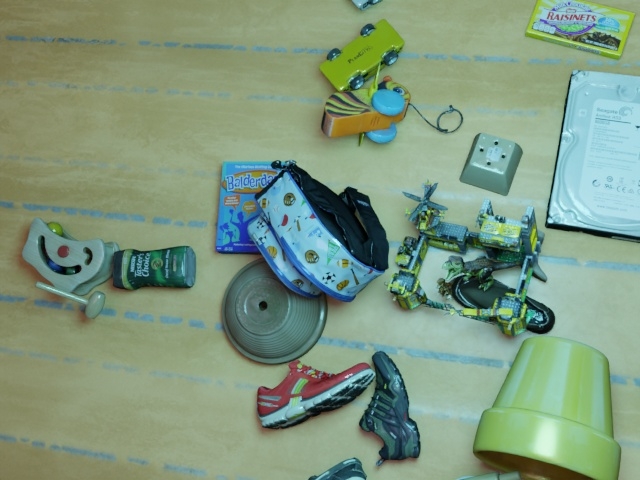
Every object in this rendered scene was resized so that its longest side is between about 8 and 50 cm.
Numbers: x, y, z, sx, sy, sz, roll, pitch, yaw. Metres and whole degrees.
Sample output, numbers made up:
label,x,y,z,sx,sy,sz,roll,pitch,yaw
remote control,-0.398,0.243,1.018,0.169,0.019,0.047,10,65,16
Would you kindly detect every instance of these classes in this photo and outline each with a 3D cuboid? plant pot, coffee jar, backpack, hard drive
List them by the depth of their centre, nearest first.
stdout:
label,x,y,z,sx,sy,sz,roll,pitch,yaw
plant pot,0.436,0.320,1.350,0.254,0.254,0.239,14,67,14
backpack,0.000,0.000,1.455,0.213,0.276,0.263,-52,53,16
hard drive,0.610,-0.174,1.486,0.237,0.064,0.338,11,81,13
plant pot,0.360,-0.170,1.517,0.109,0.096,0.109,20,84,15
plant pot,-0.109,0.146,1.548,0.237,0.110,0.237,-2,80,10
coffee jar,-0.380,0.063,1.632,0.184,0.079,0.096,-4,79,11

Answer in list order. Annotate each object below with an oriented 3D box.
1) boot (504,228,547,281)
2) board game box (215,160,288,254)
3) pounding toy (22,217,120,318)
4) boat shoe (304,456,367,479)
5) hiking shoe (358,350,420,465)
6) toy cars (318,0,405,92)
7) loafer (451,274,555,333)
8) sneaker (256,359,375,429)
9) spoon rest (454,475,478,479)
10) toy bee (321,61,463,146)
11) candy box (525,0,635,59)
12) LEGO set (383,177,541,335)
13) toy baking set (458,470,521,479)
label,x,y,z,sx,sy,sz,roll,pitch,yaw
boot,0.439,0.020,1.497,0.118,0.042,0.087,36,80,8
board game box,-0.148,-0.073,1.627,0.160,0.047,0.210,1,79,12
pounding toy,-0.568,0.039,1.635,0.269,0.155,0.154,37,93,15
boat shoe,-0.008,0.528,1.485,0.233,0.084,0.079,-32,37,11
hiking shoe,0.127,0.343,1.475,0.114,0.086,0.226,-17,77,6
toy cars,0.116,-0.501,1.638,0.177,0.087,0.393,11,79,8
loafer,0.374,0.122,1.469,0.220,0.078,0.080,19,84,14
sneaker,-0.023,0.298,1.487,0.279,0.107,0.118,-26,65,20
spoon rest,0.322,0.592,1.384,0.137,0.084,0.276,-25,77,23
toy bee,0.130,-0.288,1.572,0.195,0.298,0.162,-54,40,33
candy box,0.563,-0.470,1.567,0.206,0.027,0.105,19,81,14
LEGO set,0.276,0.029,1.402,0.331,0.192,0.255,21,70,30
toy baking set,0.302,0.544,1.356,0.256,0.030,0.196,-19,66,29
